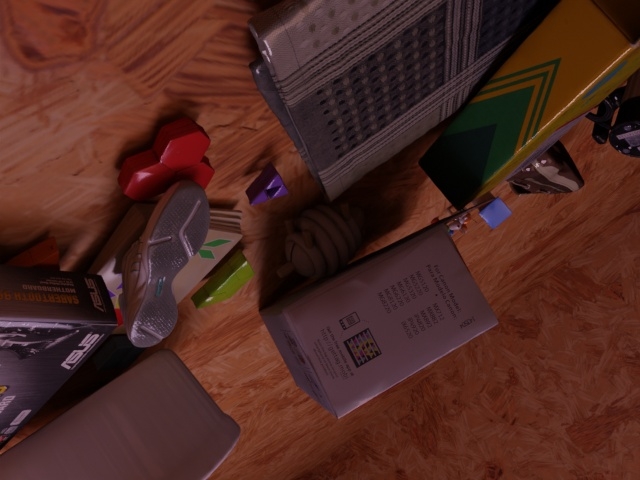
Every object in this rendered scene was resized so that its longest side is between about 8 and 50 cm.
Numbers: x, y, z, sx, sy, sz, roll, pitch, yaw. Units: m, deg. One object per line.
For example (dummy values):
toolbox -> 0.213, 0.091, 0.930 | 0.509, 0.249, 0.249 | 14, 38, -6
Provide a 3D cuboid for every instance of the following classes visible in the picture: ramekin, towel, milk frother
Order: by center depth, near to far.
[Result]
towel -> 0.094, -0.191, 0.545 | 0.324, 0.056, 0.312 | -37, 161, -3
ramekin -> -0.240, 0.241, 0.698 | 0.277, 0.135, 0.277 | -33, 179, 0
milk frother -> 0.474, -0.223, 0.963 | 0.143, 0.129, 0.135 | 47, 59, -40

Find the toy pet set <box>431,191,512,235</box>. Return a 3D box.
toy pet set -> 0.264, -0.032, 1.069 | 0.114, 0.065, 0.122 | -42, 158, 15

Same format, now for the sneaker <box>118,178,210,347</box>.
sneaker -> -0.141, 0.013, 0.528 | 0.053, 0.061, 0.152 | 5, 116, -45

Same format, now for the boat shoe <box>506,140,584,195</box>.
boat shoe -> 0.347, -0.116, 1.010 | 0.095, 0.095, 0.257 | -31, 156, 28

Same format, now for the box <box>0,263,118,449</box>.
box -> -0.304, 0.107, 0.498 | 0.231, 0.056, 0.183 | -43, 150, 24

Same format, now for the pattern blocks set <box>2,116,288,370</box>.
pattern blocks set -> -0.169, 0.030, 0.614 | 0.325, 0.026, 0.285 | -41, 155, 13

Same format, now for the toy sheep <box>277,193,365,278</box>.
toy sheep -> 0.000, 0.000, 0.730 | 0.132, 0.091, 0.091 | -33, 158, -20

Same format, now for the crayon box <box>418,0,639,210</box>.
crayon box -> 0.267, -0.179, 0.673 | 0.202, 0.081, 0.318 | -29, 167, -39

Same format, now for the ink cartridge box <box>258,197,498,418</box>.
ink cartridge box -> 0.079, 0.082, 0.795 | 0.271, 0.130, 0.309 | -28, 178, -11
